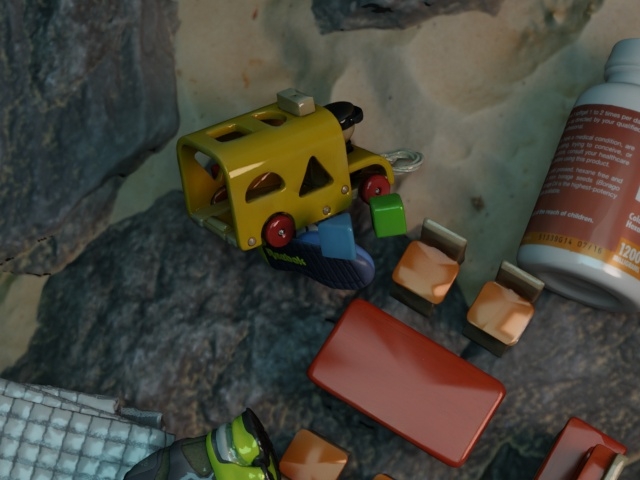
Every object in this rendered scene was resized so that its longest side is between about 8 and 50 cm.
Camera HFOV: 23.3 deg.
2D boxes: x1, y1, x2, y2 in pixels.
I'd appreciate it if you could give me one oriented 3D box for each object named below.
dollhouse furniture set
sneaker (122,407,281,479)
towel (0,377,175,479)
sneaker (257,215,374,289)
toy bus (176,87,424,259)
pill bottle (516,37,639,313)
[{"bbox_3d":[0.116,0.145,1.278,0.259,0.135,0.262,30,80,9],"label":"dollhouse furniture set"},{"bbox_3d":[-0.073,0.277,1.230,0.121,0.111,0.300,-11,108,4],"label":"sneaker"},{"bbox_3d":[-0.272,0.234,1.287,0.284,0.121,0.235,10,76,6],"label":"towel"},{"bbox_3d":[0.000,0.000,1.330,0.059,0.053,0.144,-42,38,-24],"label":"sneaker"},{"bbox_3d":[-0.020,-0.073,1.306,0.191,0.202,0.104,-2,117,12],"label":"toy bus"},{"bbox_3d":[0.258,-0.057,1.325,0.121,0.121,0.216,21,79,7],"label":"pill bottle"}]
